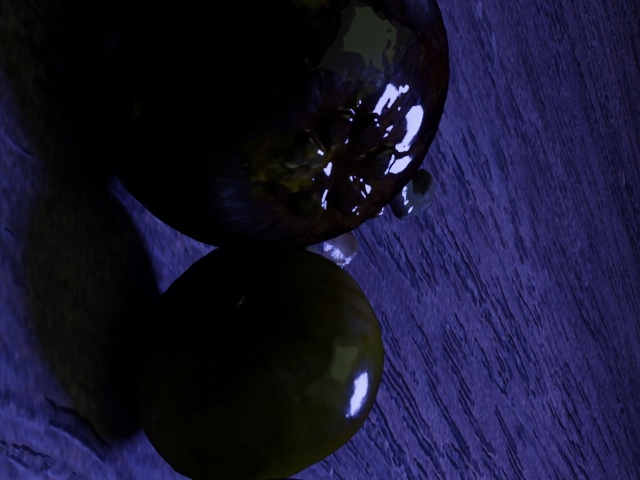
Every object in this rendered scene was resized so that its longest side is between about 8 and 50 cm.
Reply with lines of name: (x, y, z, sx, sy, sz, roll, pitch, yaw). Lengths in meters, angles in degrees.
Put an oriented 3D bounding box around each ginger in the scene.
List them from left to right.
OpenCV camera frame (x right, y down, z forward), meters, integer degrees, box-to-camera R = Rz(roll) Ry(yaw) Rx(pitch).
ginger: (0.000, 0.001, 1.351, 0.048, 0.030, 0.097, 55, 22, -10)

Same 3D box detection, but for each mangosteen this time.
mangosteen: (-0.037, -0.104, 1.017, 0.217, 0.192, 0.192, 60, -3, 36)

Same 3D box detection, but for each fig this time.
fig: (-0.035, 0.065, 1.041, 0.153, 0.136, 0.120, -125, -169, -75)

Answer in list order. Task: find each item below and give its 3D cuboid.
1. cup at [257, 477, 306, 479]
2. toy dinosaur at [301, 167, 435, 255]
cup: (-0.036, 0.252, 0.763, 0.208, 0.273, 0.288, 47, 45, -57)
toy dinosaur: (-0.001, -0.119, 1.290, 0.162, 0.077, 0.294, -18, 92, -69)
